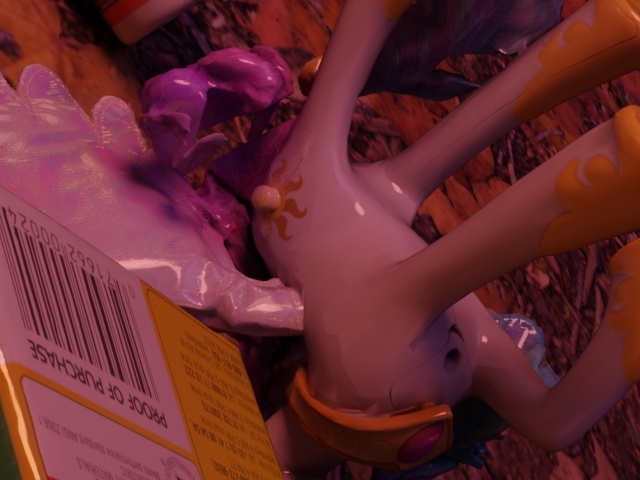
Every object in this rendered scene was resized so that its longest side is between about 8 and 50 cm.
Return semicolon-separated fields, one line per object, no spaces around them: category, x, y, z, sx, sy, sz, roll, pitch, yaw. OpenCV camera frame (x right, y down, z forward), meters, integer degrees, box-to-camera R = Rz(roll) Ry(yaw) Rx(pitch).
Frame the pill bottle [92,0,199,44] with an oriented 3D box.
pill bottle;-0.124;-0.221;0.928;0.193;0.108;0.108;56;31;-8

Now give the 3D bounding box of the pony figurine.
pony figurine;0.000;0.000;0.766;0.303;0.363;0.351;14;38;-42

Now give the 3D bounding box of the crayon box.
crayon box;-0.051;0.152;0.476;0.202;0.081;0.318;43;22;-58
